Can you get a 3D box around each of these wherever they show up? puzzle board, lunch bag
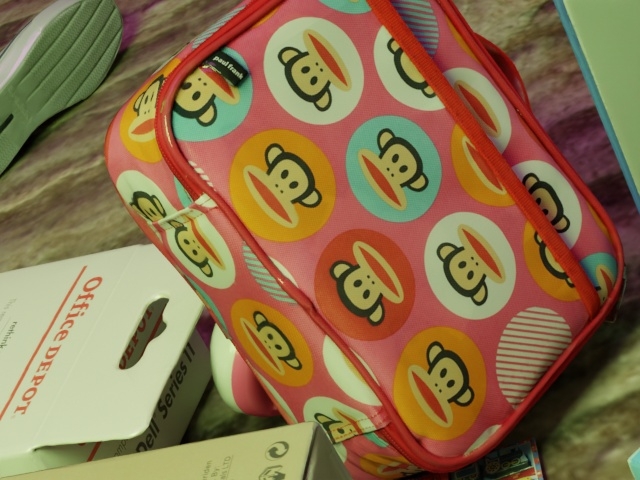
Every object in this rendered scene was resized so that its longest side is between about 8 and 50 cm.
[{"bbox_3d":[0.070,0.164,1.090,0.128,0.011,0.096,-21,31,10],"label":"puzzle board"},{"bbox_3d":[0.043,-0.027,1.129,0.258,0.293,0.120,-43,10,-31],"label":"lunch bag"}]

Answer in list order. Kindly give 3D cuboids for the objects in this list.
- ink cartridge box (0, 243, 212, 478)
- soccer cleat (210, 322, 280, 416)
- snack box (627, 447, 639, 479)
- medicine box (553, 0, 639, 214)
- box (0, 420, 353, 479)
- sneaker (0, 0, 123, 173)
[{"bbox_3d":[-0.209,0.122,1.251,0.353,0.119,0.207,-11,34,28],"label":"ink cartridge box"},{"bbox_3d":[0.000,0.000,1.282,0.143,0.116,0.331,18,41,28],"label":"soccer cleat"},{"bbox_3d":[0.331,0.116,0.920,0.187,0.060,0.322,-40,33,-22],"label":"snack box"},{"bbox_3d":[0.243,-0.154,1.173,0.149,0.263,0.289,-17,37,16],"label":"medicine box"},{"bbox_3d":[-0.123,0.210,1.028,0.311,0.148,0.121,-11,39,21],"label":"box"},{"bbox_3d":[-0.289,-0.145,1.743,0.091,0.094,0.258,12,48,40],"label":"sneaker"}]
